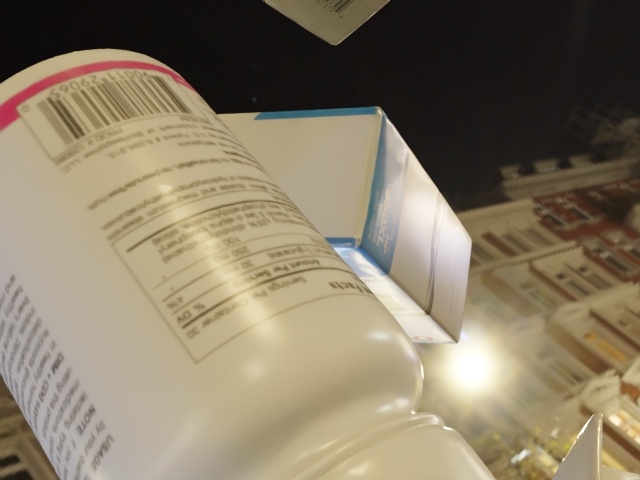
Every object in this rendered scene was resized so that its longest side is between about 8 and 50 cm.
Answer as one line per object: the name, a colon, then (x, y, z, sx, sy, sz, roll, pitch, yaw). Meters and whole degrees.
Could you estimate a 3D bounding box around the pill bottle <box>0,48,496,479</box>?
pill bottle: (-0.055, 0.054, 0.428, 0.160, 0.283, 0.160, -30, -30, -20)

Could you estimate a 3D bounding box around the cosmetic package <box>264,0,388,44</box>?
cosmetic package: (-0.012, -0.400, 1.092, 0.129, 0.296, 0.153, -35, -38, 32)

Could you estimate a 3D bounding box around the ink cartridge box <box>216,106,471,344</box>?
ink cartridge box: (0.000, 0.000, 1.153, 0.395, 0.285, 0.166, 42, -127, -59)

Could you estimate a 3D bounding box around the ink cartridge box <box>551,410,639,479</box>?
ink cartridge box: (0.200, 0.308, 0.680, 0.353, 0.119, 0.207, 99, -173, -47)
